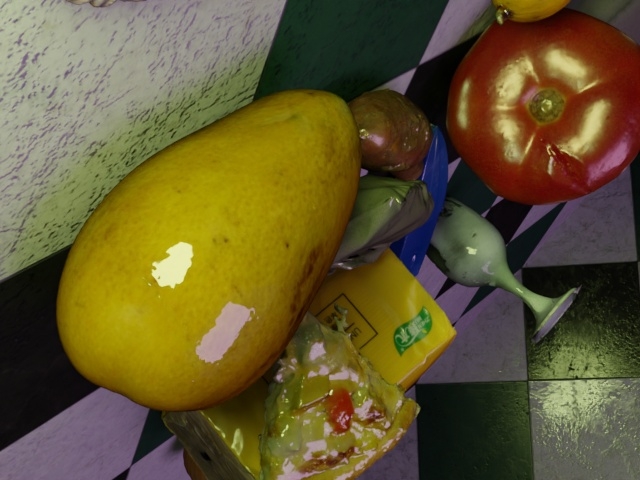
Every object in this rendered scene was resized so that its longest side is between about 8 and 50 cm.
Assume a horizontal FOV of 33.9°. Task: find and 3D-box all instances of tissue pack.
[{"bbox_3d":[-0.023,0.209,1.578,0.382,0.228,0.293,-39,174,-23],"label":"tissue pack"}]

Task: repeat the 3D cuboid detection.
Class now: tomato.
[{"bbox_3d":[0.332,-0.197,1.508,0.299,0.298,0.226,-53,165,17],"label":"tomato"}]

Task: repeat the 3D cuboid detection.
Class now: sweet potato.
[{"bbox_3d":[0.099,-0.136,1.392,0.109,0.109,0.385,-50,168,10],"label":"sweet potato"}]

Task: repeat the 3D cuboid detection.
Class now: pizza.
[{"bbox_3d":[-0.004,0.200,1.337,0.280,0.075,0.288,-35,122,-24],"label":"pizza"}]

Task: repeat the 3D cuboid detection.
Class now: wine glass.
[{"bbox_3d":[0.325,0.051,1.964,0.143,0.321,0.143,-43,159,-22],"label":"wine glass"}]

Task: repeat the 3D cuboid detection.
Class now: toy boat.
[{"bbox_3d":[0.145,-0.063,1.698,0.129,0.088,0.295,-29,145,-44],"label":"toy boat"}]

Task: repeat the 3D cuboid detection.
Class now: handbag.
[{"bbox_3d":[-0.002,0.001,1.354,0.315,0.109,0.253,-29,173,21],"label":"handbag"}]

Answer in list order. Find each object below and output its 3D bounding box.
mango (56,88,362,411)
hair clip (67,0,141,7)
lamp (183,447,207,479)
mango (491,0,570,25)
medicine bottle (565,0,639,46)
[{"bbox_3d":[-0.095,0.004,1.041,0.378,0.221,0.264,-50,161,-21],"label":"mango"},{"bbox_3d":[-0.074,-0.273,0.719,0.300,0.069,0.173,-49,163,7],"label":"hair clip"},{"bbox_3d":[-0.170,0.366,1.798,0.136,0.136,0.136,-42,162,-17],"label":"lamp"},{"bbox_3d":[0.312,-0.392,1.317,0.317,0.119,0.176,-52,162,-16],"label":"mango"},{"bbox_3d":[0.448,-0.329,1.747,0.282,0.123,0.375,-44,162,-15],"label":"medicine bottle"}]
